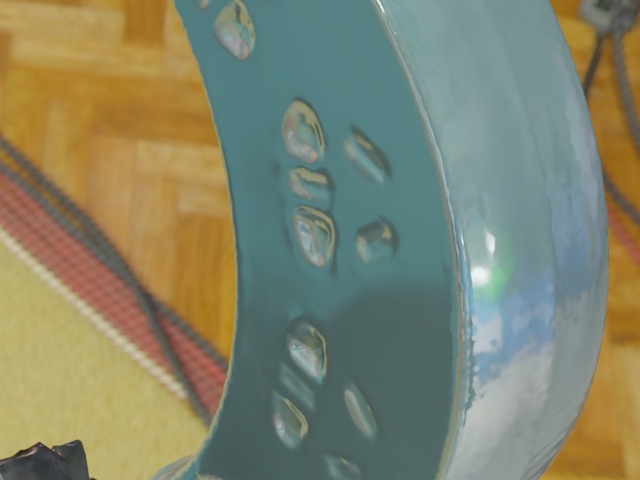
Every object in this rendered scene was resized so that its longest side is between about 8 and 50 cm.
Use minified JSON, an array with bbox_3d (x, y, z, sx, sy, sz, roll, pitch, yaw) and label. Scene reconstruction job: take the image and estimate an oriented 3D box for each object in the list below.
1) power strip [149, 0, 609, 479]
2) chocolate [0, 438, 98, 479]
[{"bbox_3d":[0.000,0.000,0.514,0.054,0.253,0.167,-20,20,-35],"label":"power strip"},{"bbox_3d":[-0.083,0.222,0.540,0.102,0.065,0.329,-8,90,-45],"label":"chocolate"}]
